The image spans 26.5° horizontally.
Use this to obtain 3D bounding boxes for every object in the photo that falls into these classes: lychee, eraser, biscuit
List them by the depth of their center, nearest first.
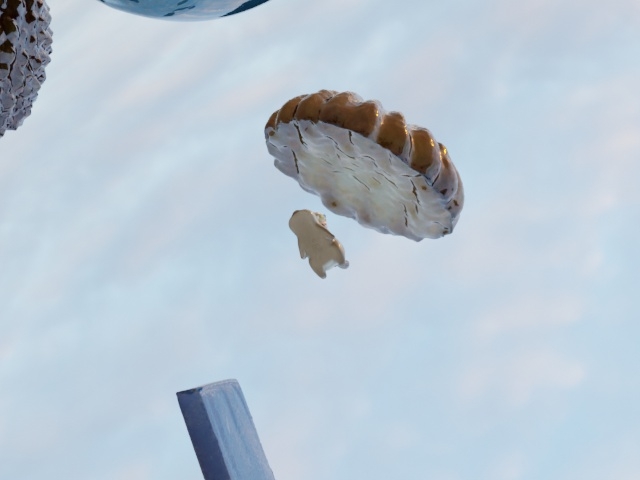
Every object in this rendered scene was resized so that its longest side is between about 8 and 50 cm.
[{"bbox_3d":[-0.392,-0.216,1.412,0.236,0.236,0.271,-32,-127,12],"label":"lychee"},{"bbox_3d":[-0.108,0.347,1.912,0.043,0.311,0.144,-23,172,19],"label":"eraser"},{"bbox_3d":[0.072,-0.120,2.049,0.326,0.326,0.107,0,-124,56],"label":"biscuit"}]

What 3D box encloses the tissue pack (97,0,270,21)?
[{"bbox_3d":[-0.122,-0.316,1.318,0.287,0.206,0.198,-24,137,-60],"label":"tissue pack"}]

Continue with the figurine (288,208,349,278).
[{"bbox_3d":[0.000,0.000,1.503,0.047,0.083,0.050,-30,179,17],"label":"figurine"}]
